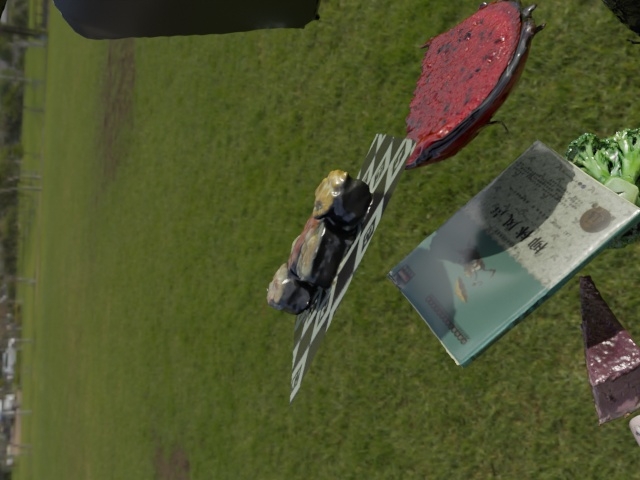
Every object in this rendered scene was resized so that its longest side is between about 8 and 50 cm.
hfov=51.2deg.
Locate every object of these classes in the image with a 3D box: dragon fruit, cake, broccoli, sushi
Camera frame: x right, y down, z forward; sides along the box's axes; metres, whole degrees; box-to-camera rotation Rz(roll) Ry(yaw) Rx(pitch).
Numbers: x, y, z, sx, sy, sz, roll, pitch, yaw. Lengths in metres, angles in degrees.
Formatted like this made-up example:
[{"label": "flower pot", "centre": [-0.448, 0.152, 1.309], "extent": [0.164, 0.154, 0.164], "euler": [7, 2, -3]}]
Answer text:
[{"label": "dragon fruit", "centre": [0.268, -0.268, 1.141], "extent": [0.282, 0.100, 0.343], "euler": [-25, 40, 53]}, {"label": "cake", "centre": [0.511, 0.178, 1.176], "extent": [0.295, 0.113, 0.115], "euler": [-77, -32, -55]}, {"label": "broccoli", "centre": [0.576, -0.097, 1.345], "extent": [0.269, 0.269, 0.253], "euler": [-24, 89, 62]}, {"label": "sushi", "centre": [0.000, 0.000, 0.766], "extent": [0.292, 0.059, 0.293], "euler": [-99, 33, -77]}]

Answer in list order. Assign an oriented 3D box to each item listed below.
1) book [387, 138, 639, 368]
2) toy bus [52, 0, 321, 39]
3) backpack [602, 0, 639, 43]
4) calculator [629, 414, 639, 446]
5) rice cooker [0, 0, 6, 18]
[{"label": "book", "centre": [0.317, 0.013, 1.155], "extent": [0.379, 0.031, 0.264], "euler": [-42, 41, 5]}, {"label": "toy bus", "centre": [-0.184, -0.405, 0.956], "extent": [0.171, 0.387, 0.162], "euler": [74, -163, -65]}, {"label": "backpack", "centre": [0.238, -0.227, 0.478], "extent": [0.120, 0.165, 0.105], "euler": [-43, 58, 22]}, {"label": "calculator", "centre": [0.508, 0.322, 0.958], "extent": [0.032, 0.175, 0.100], "euler": [-44, 10, 17]}, {"label": "rice cooker", "centre": [-0.291, -0.168, 0.344], "extent": [0.226, 0.244, 0.225], "euler": [28, 123, 56]}]
